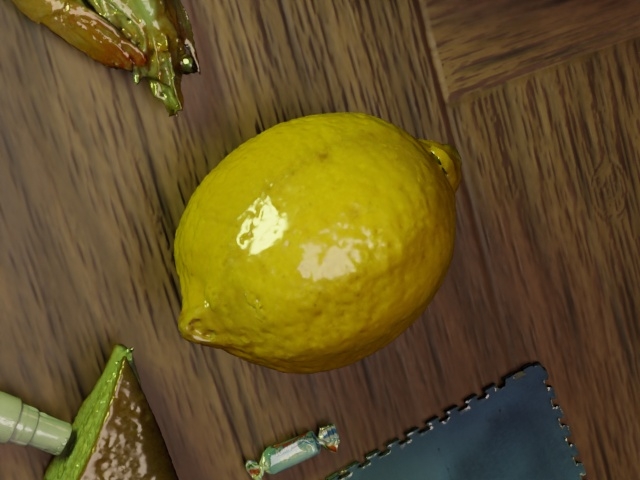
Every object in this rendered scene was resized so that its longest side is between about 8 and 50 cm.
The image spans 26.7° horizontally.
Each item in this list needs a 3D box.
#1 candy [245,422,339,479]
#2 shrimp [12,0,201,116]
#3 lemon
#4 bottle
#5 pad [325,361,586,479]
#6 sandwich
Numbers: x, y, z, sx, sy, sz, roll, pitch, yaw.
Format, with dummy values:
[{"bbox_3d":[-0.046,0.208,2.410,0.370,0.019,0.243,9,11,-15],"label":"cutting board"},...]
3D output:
[{"bbox_3d":[-0.022,0.177,1.114,0.083,0.020,0.030,-24,104,-16],"label":"candy"},{"bbox_3d":[-0.164,-0.183,0.993,0.115,0.051,0.217,-32,109,-7],"label":"shrimp"},{"bbox_3d":[0.000,0.000,1.008,0.257,0.188,0.188,-31,108,-18],"label":"lemon"},{"bbox_3d":[-0.287,0.111,0.983,0.217,0.060,0.060,23,89,-24],"label":"bottle"},{"bbox_3d":[0.132,0.278,1.194,0.269,0.012,0.269,-26,106,-16],"label":"pad"},{"bbox_3d":[-0.146,0.213,1.033,0.096,0.094,0.258,-23,104,-21],"label":"sandwich"}]
